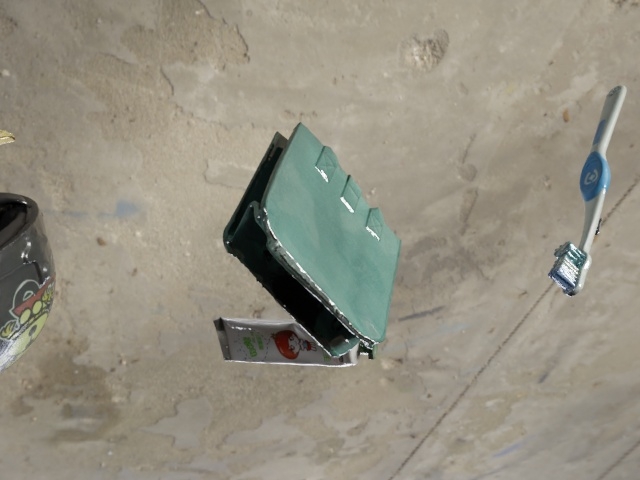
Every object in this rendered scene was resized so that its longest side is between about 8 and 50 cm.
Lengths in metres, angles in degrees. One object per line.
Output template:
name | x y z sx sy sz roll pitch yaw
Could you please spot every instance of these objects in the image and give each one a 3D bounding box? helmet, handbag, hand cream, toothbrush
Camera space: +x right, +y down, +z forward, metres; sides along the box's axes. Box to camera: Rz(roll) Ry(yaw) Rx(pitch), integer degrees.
helmet | -0.376 0.065 0.585 0.279 0.230 0.160 -11 116 7
handbag | -0.004 0.003 0.887 0.100 0.274 0.269 -28 118 30
hand cream | -0.053 0.208 1.268 0.336 0.076 0.121 0 120 16
toothbrush | 0.331 -0.077 0.746 0.040 0.386 0.040 20 140 18

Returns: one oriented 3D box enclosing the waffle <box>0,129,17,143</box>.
waffle | -0.428 -0.143 0.724 0.153 0.023 0.097 -26 140 -46
